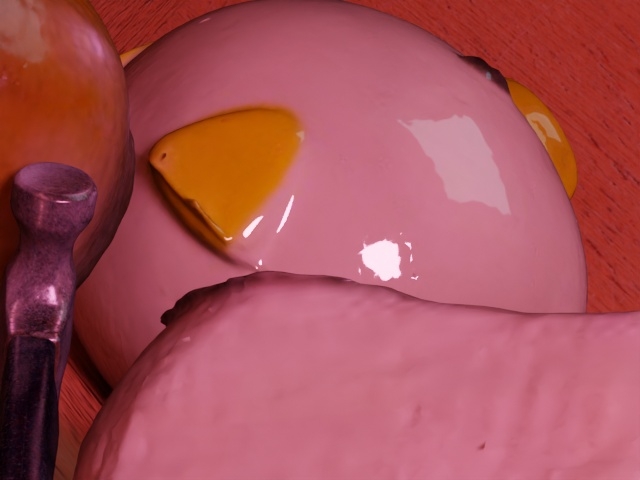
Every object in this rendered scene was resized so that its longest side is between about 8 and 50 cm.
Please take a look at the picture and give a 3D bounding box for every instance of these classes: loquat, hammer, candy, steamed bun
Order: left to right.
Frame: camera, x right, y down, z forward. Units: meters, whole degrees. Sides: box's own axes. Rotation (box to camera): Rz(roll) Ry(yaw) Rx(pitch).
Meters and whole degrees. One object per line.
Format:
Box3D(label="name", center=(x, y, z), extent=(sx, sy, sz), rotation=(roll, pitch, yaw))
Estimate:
Box3D(label="loquat", center=(-0.169, -0.047, 0.788), extent=(0.179, 0.179, 0.227), rotation=(46, -16, 16))
Box3D(label="hammer", center=(-0.101, 0.097, 0.610), extent=(0.037, 0.137, 0.290), rotation=(7, 27, -10))
Box3D(label="steamed bun", center=(-0.004, 0.005, 1.154), extent=(0.334, 0.334, 0.374), rotation=(44, -5, -27))
Box3D(label="candy", center=(0.096, 0.124, 0.830), extent=(0.427, 0.386, 0.186), rotation=(44, 43, -75))
